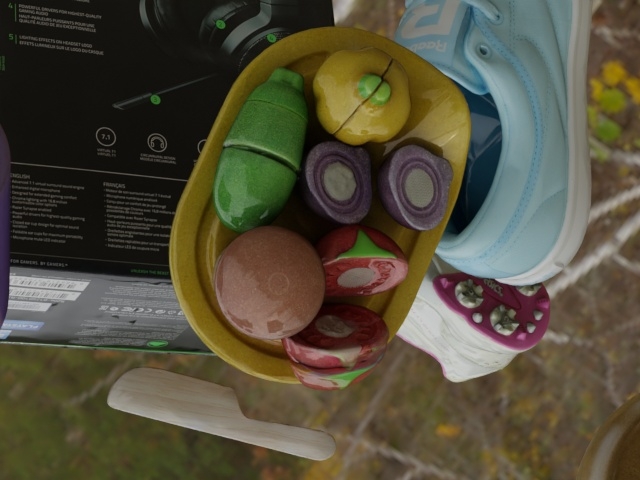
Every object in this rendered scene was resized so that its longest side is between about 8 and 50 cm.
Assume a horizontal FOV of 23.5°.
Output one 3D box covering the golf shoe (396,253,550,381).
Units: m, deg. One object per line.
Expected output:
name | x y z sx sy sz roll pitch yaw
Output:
golf shoe | 0.056 0.011 1.369 0.306 0.115 0.140 43 144 8

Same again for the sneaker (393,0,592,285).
sneaker | 0.113 -0.153 1.103 0.135 0.366 0.150 -14 170 32

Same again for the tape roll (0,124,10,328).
tape roll | -0.234 -0.006 0.688 0.189 0.189 0.080 29 130 26

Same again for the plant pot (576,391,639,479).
plant pot | 0.311 0.201 1.171 0.236 0.236 0.032 30 160 23

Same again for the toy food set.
toy food set | 0.000 0.000 0.721 0.128 0.218 0.071 24 173 -14

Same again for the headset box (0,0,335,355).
headset box | -0.119 -0.080 1.014 0.246 0.283 0.131 5 156 -26
